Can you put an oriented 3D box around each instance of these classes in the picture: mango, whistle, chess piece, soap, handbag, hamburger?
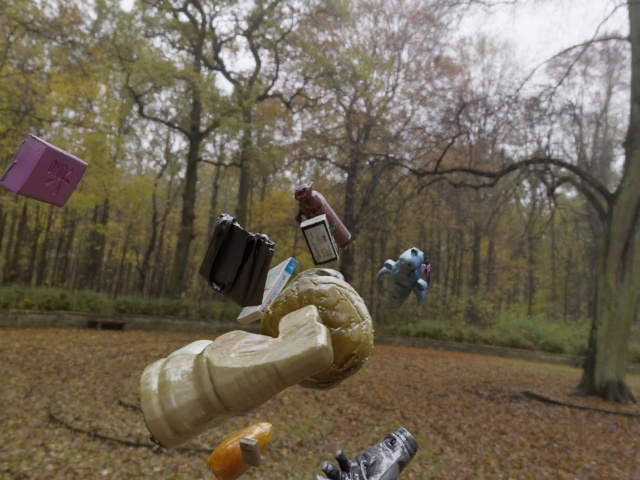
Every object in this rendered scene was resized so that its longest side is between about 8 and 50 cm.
[{"bbox_3d":[-0.268,0.727,1.767,0.126,0.252,0.154,47,-14,26],"label":"mango"},{"bbox_3d":[0.278,0.125,1.682,0.180,0.269,0.093,33,43,25],"label":"whistle"},{"bbox_3d":[-0.118,0.196,0.765,0.301,0.137,0.137,-25,-15,13],"label":"chess piece"},{"bbox_3d":[-0.874,-0.216,1.623,0.081,0.181,0.259,29,-5,4],"label":"soap"},{"bbox_3d":[-0.286,0.064,1.724,0.285,0.257,0.113,30,18,36],"label":"handbag"},{"bbox_3d":[-0.009,0.221,1.271,0.265,0.285,0.134,-42,-12,17],"label":"hamburger"}]

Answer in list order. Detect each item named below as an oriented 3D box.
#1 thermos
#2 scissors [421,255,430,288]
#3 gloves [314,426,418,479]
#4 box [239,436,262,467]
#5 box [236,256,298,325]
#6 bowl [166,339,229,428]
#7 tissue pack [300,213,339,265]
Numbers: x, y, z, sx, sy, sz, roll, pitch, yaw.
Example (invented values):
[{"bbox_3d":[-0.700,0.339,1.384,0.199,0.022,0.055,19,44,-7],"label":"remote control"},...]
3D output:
[{"bbox_3d":[-0.011,-0.097,2.072,0.136,0.109,0.330,-17,-48,26],"label":"thermos"},{"bbox_3d":[0.349,0.107,1.694,0.039,0.113,0.012,4,9,-6],"label":"scissors"},{"bbox_3d":[0.111,0.514,1.133,0.285,0.119,0.142,-9,10,-31],"label":"gloves"},{"bbox_3d":[-0.201,0.609,1.461,0.053,0.083,0.024,3,20,23],"label":"box"},{"bbox_3d":[-0.221,0.213,2.099,0.048,0.273,0.265,39,-29,-11],"label":"box"},{"bbox_3d":[-0.341,0.384,1.329,0.237,0.238,0.126,1,-4,30],"label":"bowl"},{"bbox_3d":[0.000,0.001,1.900,0.103,0.170,0.090,-18,15,5],"label":"tissue pack"}]
